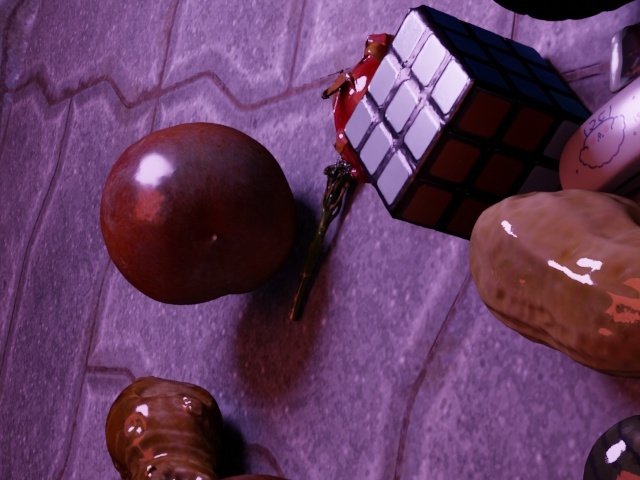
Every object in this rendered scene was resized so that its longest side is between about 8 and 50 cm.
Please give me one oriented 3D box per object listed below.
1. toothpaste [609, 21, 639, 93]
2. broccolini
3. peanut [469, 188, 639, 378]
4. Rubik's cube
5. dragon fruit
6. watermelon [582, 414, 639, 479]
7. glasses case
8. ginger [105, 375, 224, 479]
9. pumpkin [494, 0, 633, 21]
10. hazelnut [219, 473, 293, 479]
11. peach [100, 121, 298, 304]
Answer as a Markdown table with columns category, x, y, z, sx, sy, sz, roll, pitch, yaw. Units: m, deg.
| category | x | y | z | sx | sy | sz | roll | pitch | yaw |
| --- | --- | --- | --- | --- | --- | --- | --- | --- | --- |
| toothpaste | 0.320 | -0.183 | 1.045 | 0.216 | 0.037 | 0.062 | -21 | 58 | 61 |
| broccolini | 0.001 | 0.000 | 1.508 | 0.044 | 0.042 | 0.218 | -87 | 12 | -80 |
| peanut | 0.237 | 0.034 | 0.982 | 0.305 | 0.147 | 0.147 | 28 | 101 | 60 |
| Rubik's cube | 0.142 | -0.108 | 1.183 | 0.163 | 0.160 | 0.162 | -61 | 32 | 24 |
| dragon fruit | 0.077 | -0.146 | 1.353 | 0.133 | 0.136 | 0.166 | 3 | 87 | 26 |
| watermelon | 0.249 | 0.179 | 0.927 | 0.105 | 0.105 | 0.133 | -60 | 21 | 24 |
| glasses case | 0.281 | -0.098 | 1.054 | 0.197 | 0.049 | 0.076 | -41 | 44 | 44 |
| ginger | -0.196 | 0.319 | 1.582 | 0.357 | 0.152 | 0.274 | -107 | 16 | -48 |
| pumpkin | 0.230 | -0.318 | 1.112 | 0.248 | 0.248 | 0.248 | -33 | 49 | 49 |
| hazelnut | -0.071 | 0.353 | 1.288 | 0.218 | 0.218 | 0.234 | -48 | 38 | 38 |
| peach | -0.155 | -0.033 | 1.550 | 0.252 | 0.252 | 0.252 | -33 | 49 | 49 |
